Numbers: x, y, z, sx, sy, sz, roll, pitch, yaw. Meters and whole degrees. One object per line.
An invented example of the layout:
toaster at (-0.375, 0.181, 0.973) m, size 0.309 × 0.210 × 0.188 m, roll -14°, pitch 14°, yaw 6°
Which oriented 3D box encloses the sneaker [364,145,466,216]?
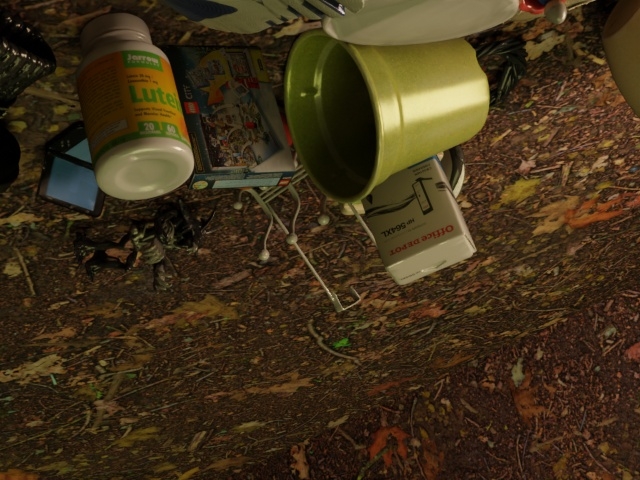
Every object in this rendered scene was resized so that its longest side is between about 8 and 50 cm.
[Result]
sneaker at (0.191, -0.102, 2.103) m, size 0.108 × 0.100 × 0.271 m, roll 11°, pitch 144°, yaw -35°

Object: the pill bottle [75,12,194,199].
pill bottle at (-0.268, -0.193, 1.464) m, size 0.136 × 0.246 × 0.136 m, roll -14°, pitch 155°, yaw -7°

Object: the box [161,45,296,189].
box at (-0.142, -0.187, 1.566) m, size 0.159 × 0.233 × 0.044 m, roll -4°, pitch 152°, yaw -24°

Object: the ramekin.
ramekin at (0.129, -0.361, 1.418) m, size 0.272 × 0.127 × 0.273 m, roll -5°, pitch 177°, yaw 0°

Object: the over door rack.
over door rack at (0.000, 0.000, 1.929) m, size 0.108 × 0.324 × 0.239 m, roll -51°, pitch -167°, yaw -34°

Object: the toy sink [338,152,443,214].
toy sink at (0.106, -0.134, 1.943) m, size 0.152 × 0.131 × 0.234 m, roll -5°, pitch 152°, yaw -22°

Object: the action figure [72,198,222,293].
action figure at (-0.320, 0.018, 1.994) m, size 0.275 × 0.141 × 0.164 m, roll -14°, pitch 143°, yaw -2°

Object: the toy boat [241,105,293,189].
toy boat at (-0.138, -0.154, 1.733) m, size 0.151 × 0.151 × 0.231 m, roll -31°, pitch 151°, yaw 28°

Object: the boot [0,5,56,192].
boot at (-0.471, -0.197, 1.479) m, size 0.260 × 0.131 × 0.348 m, roll -45°, pitch 171°, yaw 9°

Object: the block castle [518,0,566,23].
block castle at (0.453, -0.476, 1.361) m, size 0.453 × 0.213 × 0.303 m, roll -18°, pitch 155°, yaw 3°

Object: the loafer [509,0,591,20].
loafer at (0.370, -0.402, 1.625) m, size 0.251 × 0.094 × 0.087 m, roll -13°, pitch 167°, yaw 3°

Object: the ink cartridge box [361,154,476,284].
ink cartridge box at (0.158, -0.049, 1.777) m, size 0.148 × 0.203 × 0.086 m, roll -25°, pitch 150°, yaw 10°

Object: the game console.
game console at (-0.385, -0.115, 1.741) m, size 0.124 × 0.085 × 0.144 m, roll -29°, pitch 152°, yaw 26°

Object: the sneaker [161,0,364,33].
sneaker at (-0.065, -0.381, 1.355) m, size 0.315 × 0.182 × 0.127 m, roll 3°, pitch 166°, yaw 34°

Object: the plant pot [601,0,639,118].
plant pot at (0.579, -0.332, 1.717) m, size 0.191 × 0.284 × 0.284 m, roll 32°, pitch 139°, yaw -9°

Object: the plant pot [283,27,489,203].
plant pot at (0.118, -0.222, 1.665) m, size 0.253 × 0.276 × 0.276 m, roll -17°, pitch 158°, yaw -27°

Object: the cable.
cable at (0.294, -0.296, 1.839) m, size 0.150 × 0.047 × 0.184 m, roll -22°, pitch 152°, yaw 0°
